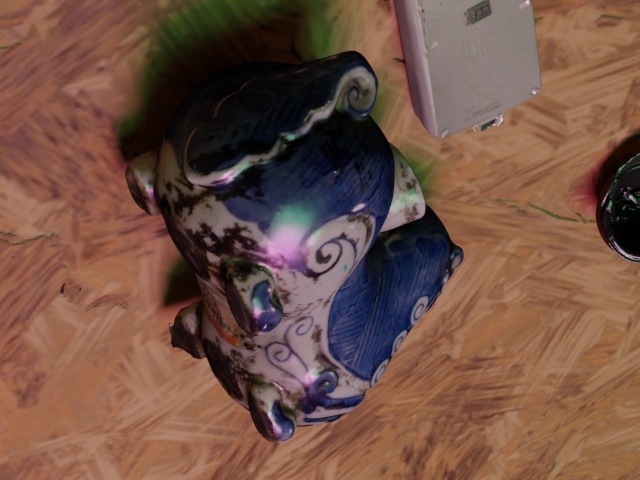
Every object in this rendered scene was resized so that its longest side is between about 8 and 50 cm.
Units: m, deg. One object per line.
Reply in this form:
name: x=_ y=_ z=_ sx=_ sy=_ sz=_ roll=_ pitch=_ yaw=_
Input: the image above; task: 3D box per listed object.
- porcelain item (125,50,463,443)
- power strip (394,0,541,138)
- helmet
porcelain item: x=0.000 y=0.000 z=1.099 sx=0.186 sy=0.138 sz=0.288 roll=-33 pitch=145 yaw=-16
power strip: x=0.087 y=-0.137 z=1.084 sx=0.081 sy=0.035 sz=0.192 roll=-26 pitch=142 yaw=-8
helmet: x=0.227 y=-0.027 z=1.293 sx=0.065 sy=0.049 sz=0.084 roll=21 pitch=94 yaw=-11
